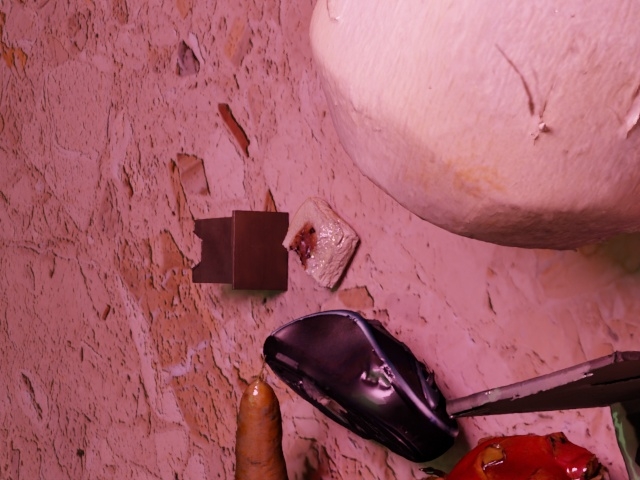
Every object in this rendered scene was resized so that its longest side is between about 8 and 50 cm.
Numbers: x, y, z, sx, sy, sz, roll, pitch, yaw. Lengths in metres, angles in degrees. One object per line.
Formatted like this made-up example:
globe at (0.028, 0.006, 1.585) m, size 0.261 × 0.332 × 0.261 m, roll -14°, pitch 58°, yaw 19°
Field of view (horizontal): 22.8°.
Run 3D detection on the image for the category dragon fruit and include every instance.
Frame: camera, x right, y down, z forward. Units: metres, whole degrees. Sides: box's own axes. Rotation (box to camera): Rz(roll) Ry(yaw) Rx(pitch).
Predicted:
dragon fruit at (0.150, 0.228, 1.380) m, size 0.246 × 0.125 × 0.125 m, roll -3°, pitch 96°, yaw 57°

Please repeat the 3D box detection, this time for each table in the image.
table at (-0.087, 0.011, 1.691) m, size 0.082 × 0.070 × 0.083 m, roll -1°, pitch 88°, yaw 53°

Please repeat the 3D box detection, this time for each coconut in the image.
coconut at (0.183, -0.188, 1.190) m, size 0.346 × 0.346 × 0.360 m, roll 53°, pitch 127°, yaw 37°

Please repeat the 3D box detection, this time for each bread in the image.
bread at (0.000, 0.000, 1.616) m, size 0.083 × 0.035 × 0.070 m, roll 53°, pitch 124°, yaw 40°

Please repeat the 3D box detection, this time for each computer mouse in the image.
computer mouse at (0.044, 0.128, 1.490) m, size 0.233 × 0.137 × 0.096 m, roll 19°, pitch 73°, yaw 52°

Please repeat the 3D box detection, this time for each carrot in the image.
carrot at (-0.053, 0.242, 1.565) m, size 0.078 × 0.078 × 0.298 m, roll 27°, pitch 130°, yaw 47°

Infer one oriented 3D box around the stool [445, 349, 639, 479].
stool at (0.257, 0.210, 1.129) m, size 0.170 × 0.270 × 0.243 m, roll -25°, pitch 70°, yaw 45°
